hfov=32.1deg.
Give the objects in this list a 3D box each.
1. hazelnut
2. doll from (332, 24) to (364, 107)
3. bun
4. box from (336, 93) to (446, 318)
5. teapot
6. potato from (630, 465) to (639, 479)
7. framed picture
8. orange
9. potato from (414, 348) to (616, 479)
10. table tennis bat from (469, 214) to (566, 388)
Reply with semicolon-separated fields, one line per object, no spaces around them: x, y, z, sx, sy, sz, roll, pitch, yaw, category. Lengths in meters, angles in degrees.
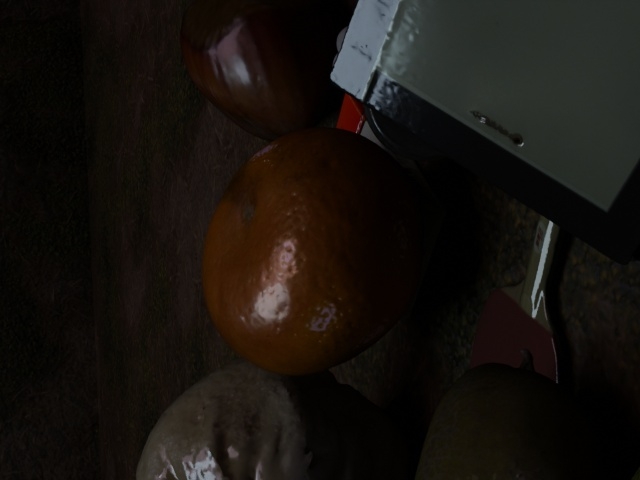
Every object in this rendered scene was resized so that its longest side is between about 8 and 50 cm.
-0.062;-0.226;1.340;0.186;0.210;0.210;-66;19;-8;hazelnut
0.060;-0.179;1.149;0.162;0.062;0.106;-129;49;-61;doll
-0.039;0.253;1.103;0.205;0.281;0.282;-127;43;-57;bun
0.060;-0.045;1.181;0.245;0.035;0.139;-115;33;-48;box
0.088;-0.143;1.016;0.108;0.111;0.149;160;105;-83;teapot
0.225;0.195;0.630;0.149;0.113;0.251;-135;41;-54;potato
0.158;-0.170;0.706;0.265;0.016;0.347;32;133;13;framed picture
-0.005;0.012;1.045;0.240;0.171;0.240;-22;60;46;orange
0.138;0.200;0.788;0.174;0.159;0.251;129;147;-73;potato
0.169;0.079;0.913;0.138;0.022;0.247;-126;40;-57;table tennis bat
